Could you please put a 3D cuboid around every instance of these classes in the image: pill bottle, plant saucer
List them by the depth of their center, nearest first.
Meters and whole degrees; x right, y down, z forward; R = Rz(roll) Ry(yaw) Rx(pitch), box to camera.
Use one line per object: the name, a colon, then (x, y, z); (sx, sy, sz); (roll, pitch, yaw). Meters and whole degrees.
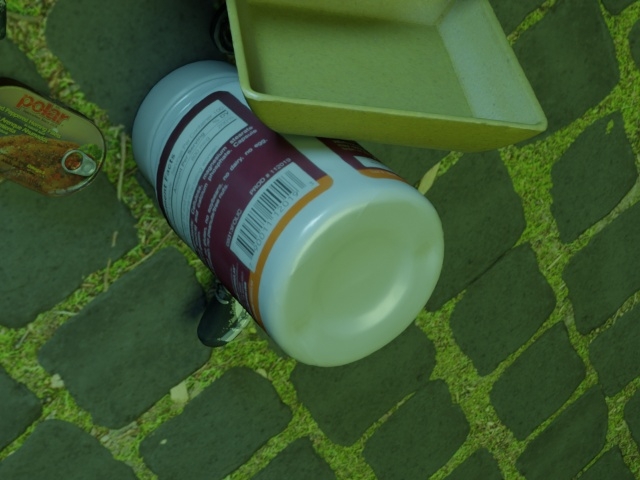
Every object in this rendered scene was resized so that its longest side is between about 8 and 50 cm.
plant saucer: (0.051, -0.210, 1.282); (0.333, 0.333, 0.081); (4, 131, -15)
pill bottle: (-0.056, -0.049, 1.315); (0.224, 0.392, 0.224); (-19, 129, -25)

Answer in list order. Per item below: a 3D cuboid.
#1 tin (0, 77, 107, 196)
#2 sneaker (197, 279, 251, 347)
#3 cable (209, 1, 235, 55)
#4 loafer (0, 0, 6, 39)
tin: (-0.334, -0.119, 1.313); (0.190, 0.040, 0.106); (28, 104, -45)
sneaker: (-0.125, 0.026, 1.547); (0.132, 0.086, 0.228); (40, 82, -41)
cable: (-0.007, -0.325, 1.391); (0.287, 0.072, 0.139); (-29, 127, -18)
loafer: (-0.358, -0.284, 1.165); (0.061, 0.062, 0.170); (-10, 123, -26)
